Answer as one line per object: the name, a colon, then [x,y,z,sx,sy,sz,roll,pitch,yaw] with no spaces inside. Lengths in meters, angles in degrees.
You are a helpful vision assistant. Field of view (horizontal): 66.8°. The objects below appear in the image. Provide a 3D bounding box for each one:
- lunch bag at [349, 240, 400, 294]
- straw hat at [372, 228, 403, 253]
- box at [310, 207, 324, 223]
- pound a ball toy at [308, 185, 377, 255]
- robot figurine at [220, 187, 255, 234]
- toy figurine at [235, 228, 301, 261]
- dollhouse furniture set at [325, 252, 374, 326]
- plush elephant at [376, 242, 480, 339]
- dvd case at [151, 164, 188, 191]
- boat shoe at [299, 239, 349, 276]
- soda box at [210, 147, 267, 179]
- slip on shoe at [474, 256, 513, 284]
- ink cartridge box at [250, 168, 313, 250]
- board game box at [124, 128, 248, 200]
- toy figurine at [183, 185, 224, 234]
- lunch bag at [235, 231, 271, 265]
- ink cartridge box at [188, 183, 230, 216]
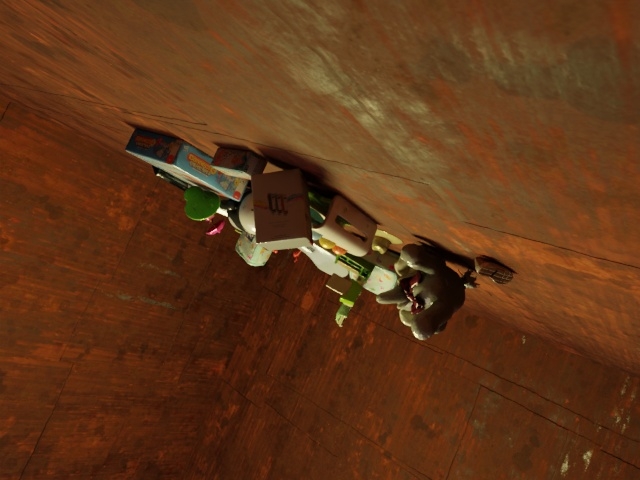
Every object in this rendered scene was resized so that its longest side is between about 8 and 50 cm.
lunch bag: [0.229,0.117,2.029,0.224,0.108,0.279,28,154,14]
straw hat: [0.201,0.009,1.612,0.144,0.061,0.144,23,175,2]
box: [-0.067,-0.100,1.697,0.244,0.060,0.100,26,175,-30]
pound a ball toy: [0.019,-0.045,1.437,0.208,0.136,0.319,20,174,33]
robot figurine: [-0.251,-0.113,1.829,0.278,0.209,0.174,16,134,62]
toy figurine: [-0.204,-0.042,2.349,0.362,0.191,0.217,24,180,10]
dollhouse furniture set: [0.087,0.197,1.978,0.151,0.198,0.302,29,154,8]
plush elephant: [0.303,0.159,1.523,0.329,0.272,0.255,-4,169,-42]
dvd case: [-0.566,-0.268,1.897,0.253,0.022,0.180,33,-156,-55]
boat shoe: [-0.006,0.003,2.093,0.367,0.157,0.136,37,139,-15]
soda box: [-0.221,-0.205,1.293,0.063,0.058,0.183,28,173,-40]
slip on shoe: [0.455,0.078,1.278,0.135,0.051,0.041,17,-141,-29]
ink cartridge box: [-0.094,-0.075,1.215,0.127,0.176,0.128,-6,170,7]
board game box: [-0.459,-0.260,1.680,0.301,0.086,0.308,20,174,38]
toy figurine: [-0.420,-0.095,1.785,0.173,0.130,0.159,45,162,31]
lunch bag: [-0.254,-0.029,2.082,0.160,0.224,0.262,25,-165,-9]
ink cartridge box: [-0.453,-0.200,2.001,0.232,0.066,0.189,21,-151,-31]
